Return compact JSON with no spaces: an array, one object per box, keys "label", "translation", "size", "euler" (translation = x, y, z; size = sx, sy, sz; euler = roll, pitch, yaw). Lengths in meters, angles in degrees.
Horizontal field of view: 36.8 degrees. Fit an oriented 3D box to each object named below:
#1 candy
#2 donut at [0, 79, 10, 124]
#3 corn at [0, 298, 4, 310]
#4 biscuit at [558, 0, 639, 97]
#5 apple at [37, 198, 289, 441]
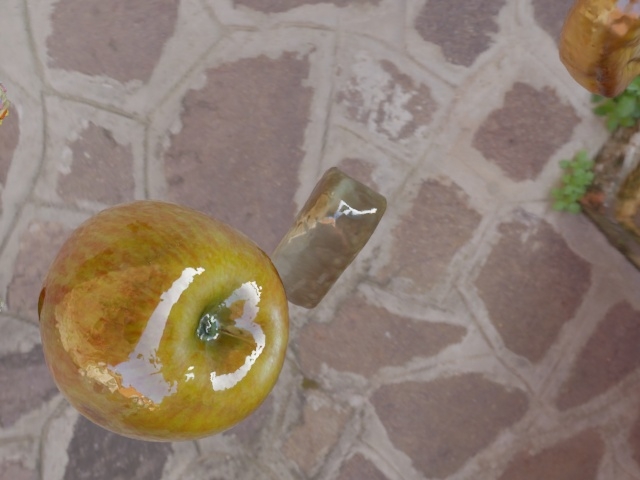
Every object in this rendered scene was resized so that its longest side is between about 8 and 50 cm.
[{"label":"candy","translation":[0.000,0.000,1.378],"size":[0.104,0.234,0.102],"euler":[30,49,-7]},{"label":"donut","translation":[-0.363,-0.113,0.899],"size":[0.166,0.108,0.065],"euler":[-4,70,14]},{"label":"corn","translation":[-0.532,0.072,1.269],"size":[0.211,0.087,0.087],"euler":[30,91,-21]},{"label":"biscuit","translation":[0.331,-0.249,0.978],"size":[0.274,0.091,0.213],"euler":[-30,157,-47]},{"label":"apple","translation":[-0.157,0.086,1.011],"size":[0.264,0.264,0.264],"euler":[-5,104,-19]}]
